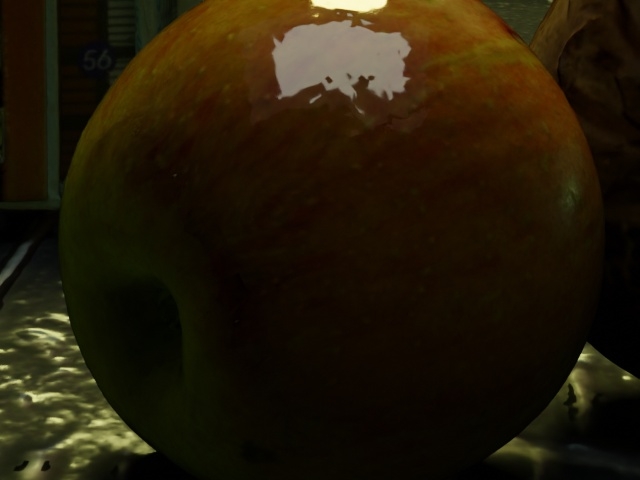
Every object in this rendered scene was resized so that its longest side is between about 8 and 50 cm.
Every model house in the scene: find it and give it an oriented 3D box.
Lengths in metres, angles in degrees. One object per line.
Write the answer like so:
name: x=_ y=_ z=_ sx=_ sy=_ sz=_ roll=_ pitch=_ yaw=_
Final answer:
model house: x=-0.113 y=-0.135 z=0.880 sx=0.215 sy=0.224 sz=0.198 roll=-4 pitch=20 yaw=-17

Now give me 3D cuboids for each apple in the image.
apple: x=0.000 y=0.000 z=0.574 sx=0.196 sy=0.195 sz=0.196 roll=3 pitch=20 yaw=-1

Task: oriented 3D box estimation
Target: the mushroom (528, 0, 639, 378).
mushroom: x=0.216 y=-0.031 z=0.606 sx=0.297 sy=0.278 sz=0.163 roll=-7 pitch=29 yaw=25
